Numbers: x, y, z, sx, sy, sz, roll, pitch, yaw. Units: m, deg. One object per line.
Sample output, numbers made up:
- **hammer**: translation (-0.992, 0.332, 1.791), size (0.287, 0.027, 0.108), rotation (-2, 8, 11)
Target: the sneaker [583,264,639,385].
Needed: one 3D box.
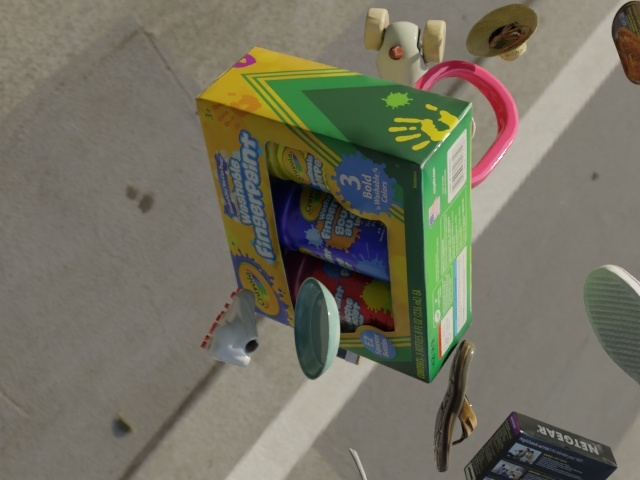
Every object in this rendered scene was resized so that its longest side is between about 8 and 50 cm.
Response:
- **sneaker**: translation (0.500, 0.139, 1.408), size (0.161, 0.102, 0.282), rotation (-28, 80, -42)

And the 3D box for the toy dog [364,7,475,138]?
- **toy dog**: translation (0.155, -0.284, 1.901), size (0.161, 0.220, 0.334), rotation (-58, 133, -56)

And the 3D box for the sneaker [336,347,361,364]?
- **sneaker**: translation (0.045, 0.114, 1.993), size (0.099, 0.153, 0.282), rotation (99, 9, -48)

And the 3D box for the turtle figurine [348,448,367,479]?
- **turtle figurine**: translation (0.094, 0.555, 1.858), size (0.266, 0.275, 0.198), rotation (34, 115, -5)

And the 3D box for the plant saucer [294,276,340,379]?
- **plant saucer**: translation (-0.002, 0.102, 1.142), size (0.021, 0.119, 0.119), rotation (1, 108, -20)

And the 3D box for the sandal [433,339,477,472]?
- **sandal**: translation (0.226, 0.269, 1.573), size (0.060, 0.090, 0.219), rotation (13, 91, -1)

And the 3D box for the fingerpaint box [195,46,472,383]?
- **fingerpaint box**: translation (0.033, -0.032, 1.500), size (0.163, 0.371, 0.445), rotation (-49, 147, -36)

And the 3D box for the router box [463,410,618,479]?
- **router box**: translation (0.321, 0.333, 1.433), size (0.179, 0.046, 0.133), rotation (22, 120, -19)

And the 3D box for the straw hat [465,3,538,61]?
- **straw hat**: translation (0.342, -0.361, 1.788), size (0.144, 0.144, 0.061), rotation (-52, 129, -13)

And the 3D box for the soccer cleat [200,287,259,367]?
- **soccer cleat**: translation (-0.123, 0.135, 1.481), size (0.068, 0.076, 0.196), rotation (-57, -176, 21)

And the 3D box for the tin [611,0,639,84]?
- **tin**: translation (0.676, -0.415, 2.063), size (0.040, 0.106, 0.190), rotation (-1, 67, -27)

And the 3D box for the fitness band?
- **fitness band**: translation (0.242, -0.206, 1.780), size (0.209, 0.054, 0.291), rotation (41, 58, 0)
